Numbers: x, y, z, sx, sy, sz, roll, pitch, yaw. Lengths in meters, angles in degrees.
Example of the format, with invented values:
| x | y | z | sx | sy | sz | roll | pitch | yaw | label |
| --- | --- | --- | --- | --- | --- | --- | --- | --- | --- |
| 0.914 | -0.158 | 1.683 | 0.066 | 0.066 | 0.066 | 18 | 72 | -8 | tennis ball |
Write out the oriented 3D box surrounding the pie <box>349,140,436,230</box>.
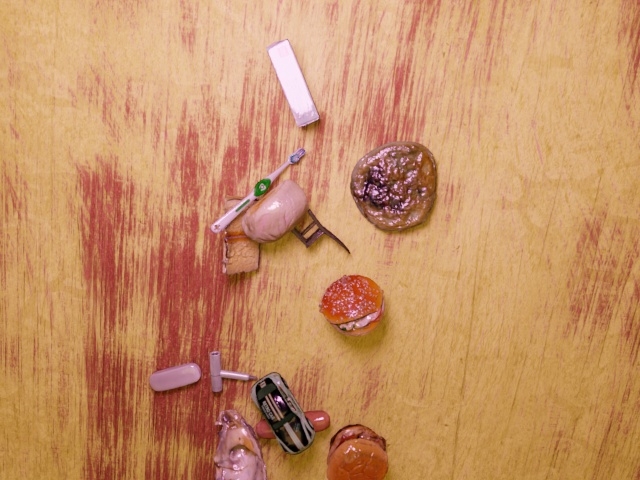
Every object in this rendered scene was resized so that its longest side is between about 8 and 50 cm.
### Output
| x | y | z | sx | sy | sz | roll | pitch | yaw | label |
| --- | --- | --- | --- | --- | --- | --- | --- | --- | --- |
| 0.252 | -0.185 | 1.706 | 0.324 | 0.070 | 0.322 | 1 | 102 | 2 | pie |

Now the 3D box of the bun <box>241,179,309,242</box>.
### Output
| x | y | z | sx | sy | sz | roll | pitch | yaw | label |
| --- | --- | --- | --- | --- | --- | --- | --- | --- | --- |
| -0.141 | -0.090 | 1.653 | 0.244 | 0.244 | 0.153 | -35 | 107 | 8 | bun |

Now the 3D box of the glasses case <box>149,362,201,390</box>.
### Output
| x | y | z | sx | sy | sz | roll | pitch | yaw | label |
| --- | --- | --- | --- | --- | --- | --- | --- | --- | --- |
| -0.550 | 0.517 | 1.882 | 0.197 | 0.049 | 0.076 | -16 | 102 | 4 | glasses case |

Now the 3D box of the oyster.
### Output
| x | y | z | sx | sy | sz | roll | pitch | yaw | label |
| --- | --- | --- | --- | --- | --- | --- | --- | --- | --- |
| -0.303 | 0.806 | 1.875 | 0.276 | 0.100 | 0.270 | 23 | 77 | 11 | oyster |

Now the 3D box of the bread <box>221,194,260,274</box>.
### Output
| x | y | z | sx | sy | sz | roll | pitch | yaw | label |
| --- | --- | --- | --- | --- | --- | --- | --- | --- | --- |
| -0.287 | -0.022 | 1.727 | 0.178 | 0.142 | 0.265 | -2 | 100 | -39 | bread |

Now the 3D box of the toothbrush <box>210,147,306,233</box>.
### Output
| x | y | z | sx | sy | sz | roll | pitch | yaw | label |
| --- | --- | --- | --- | --- | --- | --- | --- | --- | --- |
| -0.205 | -0.170 | 1.654 | 0.418 | 0.040 | 0.042 | -43 | 114 | -13 | toothbrush |

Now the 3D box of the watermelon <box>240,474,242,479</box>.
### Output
| x | y | z | sx | sy | sz | roll | pitch | yaw | label |
| --- | --- | --- | --- | --- | --- | --- | --- | --- | --- |
| -0.333 | 0.997 | 1.969 | 0.146 | 0.128 | 0.230 | -5 | 105 | 20 | watermelon |

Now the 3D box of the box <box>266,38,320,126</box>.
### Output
| x | y | z | sx | sy | sz | roll | pitch | yaw | label |
| --- | --- | --- | --- | --- | --- | --- | --- | --- | --- |
| -0.085 | -0.503 | 1.604 | 0.079 | 0.135 | 0.269 | -22 | 101 | 6 | box |

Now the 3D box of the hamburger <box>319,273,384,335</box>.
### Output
| x | y | z | sx | sy | sz | roll | pitch | yaw | label |
| --- | --- | --- | --- | --- | --- | --- | --- | --- | --- |
| 0.116 | 0.222 | 1.731 | 0.237 | 0.147 | 0.236 | -4 | 59 | 7 | hamburger |

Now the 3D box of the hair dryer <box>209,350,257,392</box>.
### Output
| x | y | z | sx | sy | sz | roll | pitch | yaw | label |
| --- | --- | --- | --- | --- | --- | --- | --- | --- | --- |
| -0.325 | 0.494 | 1.885 | 0.183 | 0.044 | 0.154 | -3 | 104 | -4 | hair dryer |

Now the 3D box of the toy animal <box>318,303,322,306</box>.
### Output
| x | y | z | sx | sy | sz | roll | pitch | yaw | label |
| --- | --- | --- | --- | --- | --- | --- | --- | --- | --- |
| 0.104 | 0.260 | 1.823 | 0.217 | 0.041 | 0.074 | 28 | 103 | -1 | toy animal |

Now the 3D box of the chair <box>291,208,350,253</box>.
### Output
| x | y | z | sx | sy | sz | roll | pitch | yaw | label |
| --- | --- | --- | --- | --- | --- | --- | --- | --- | --- |
| 0.000 | 0.000 | 1.745 | 0.101 | 0.084 | 0.212 | -42 | 99 | 6 | chair |

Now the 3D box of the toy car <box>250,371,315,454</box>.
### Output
| x | y | z | sx | sy | sz | roll | pitch | yaw | label |
| --- | --- | --- | --- | --- | --- | --- | --- | --- | --- |
| -0.143 | 0.632 | 1.818 | 0.136 | 0.125 | 0.305 | -33 | 71 | -4 | toy car |

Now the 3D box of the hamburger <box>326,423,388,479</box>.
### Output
| x | y | z | sx | sy | sz | roll | pitch | yaw | label |
| --- | --- | --- | --- | --- | --- | --- | --- | --- | --- |
| 0.140 | 0.840 | 1.888 | 0.245 | 0.163 | 0.244 | 0 | 101 | 2 | hamburger |

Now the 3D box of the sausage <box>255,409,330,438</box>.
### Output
| x | y | z | sx | sy | sz | roll | pitch | yaw | label |
| --- | --- | --- | --- | --- | --- | --- | --- | --- | --- |
| -0.104 | 0.705 | 1.901 | 0.289 | 0.086 | 0.086 | -11 | 102 | 2 | sausage |
